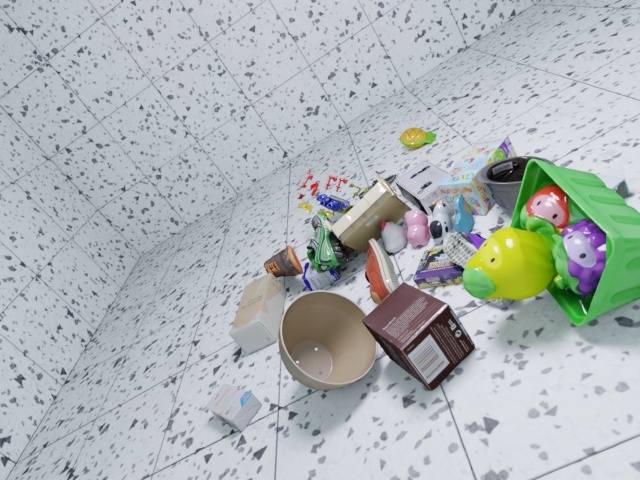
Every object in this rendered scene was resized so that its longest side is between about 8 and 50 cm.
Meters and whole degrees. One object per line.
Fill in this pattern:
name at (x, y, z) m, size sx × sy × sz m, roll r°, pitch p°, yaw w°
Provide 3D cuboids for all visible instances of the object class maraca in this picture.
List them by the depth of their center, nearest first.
maraca at (0.495, -0.522, 2.455) m, size 0.185 × 0.099 × 0.127 m, roll 0°, pitch 46°, yaw 15°

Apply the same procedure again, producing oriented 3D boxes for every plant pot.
plant pot at (0.001, 0.316, 1.407) m, size 0.284 × 0.284 × 0.191 m, roll -58°, pitch -4°, yaw -41°

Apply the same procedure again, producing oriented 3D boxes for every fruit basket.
fruit basket at (0.520, 0.010, 1.132) m, size 0.391 × 0.283 × 0.392 m, roll -1°, pitch 37°, yaw 0°

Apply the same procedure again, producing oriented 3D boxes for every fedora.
fedora at (0.630, -0.175, 1.551) m, size 0.243 × 0.124 × 0.275 m, roll -6°, pitch 24°, yaw 19°

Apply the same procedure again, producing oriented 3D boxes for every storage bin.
storage bin at (0.178, -0.100, 1.821) m, size 0.262 × 0.260 × 0.123 m, roll -43°, pitch 62°, yaw 13°

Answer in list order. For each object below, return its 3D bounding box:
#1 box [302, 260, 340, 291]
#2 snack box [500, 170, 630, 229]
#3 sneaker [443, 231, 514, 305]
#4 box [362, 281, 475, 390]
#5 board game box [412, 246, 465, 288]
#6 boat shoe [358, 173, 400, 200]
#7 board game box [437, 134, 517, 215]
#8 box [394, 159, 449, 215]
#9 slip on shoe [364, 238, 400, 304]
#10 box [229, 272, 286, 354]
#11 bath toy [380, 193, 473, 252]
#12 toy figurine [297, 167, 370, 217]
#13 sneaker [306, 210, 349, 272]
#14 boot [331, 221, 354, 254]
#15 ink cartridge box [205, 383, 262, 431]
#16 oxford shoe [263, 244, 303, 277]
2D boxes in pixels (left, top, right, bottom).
box at (0.006, 0.123, 1.939) m, size 0.137 × 0.072 × 0.126 m, roll -28°, pitch 24°, yaw 18°
snack box at (0.695, -0.077, 1.399) m, size 0.322 × 0.060 × 0.187 m, roll -38°, pitch 23°, yaw -6°
sneaker at (0.485, 0.063, 1.371) m, size 0.146 × 0.102 × 0.293 m, roll -5°, pitch 37°, yaw -21°
box at (0.253, 0.243, 1.265) m, size 0.167 × 0.168 × 0.203 m, roll -41°, pitch 25°, yaw -10°
board game box at (0.393, 0.079, 1.533) m, size 0.170 × 0.048 × 0.141 m, roll -14°, pitch 30°, yaw 40°
boat shoe at (0.276, -0.251, 2.270) m, size 0.219 × 0.070 × 0.078 m, roll -38°, pitch 24°, yaw -5°
board game box at (0.577, -0.232, 1.742) m, size 0.275 × 0.142 × 0.144 m, roll -46°, pitch 24°, yaw -23°
box at (0.436, -0.223, 1.982) m, size 0.169 × 0.087 × 0.290 m, roll -35°, pitch 24°, yaw 2°
slip on shoe at (0.197, 0.100, 1.680) m, size 0.101 × 0.123 × 0.331 m, roll -33°, pitch 28°, yaw 16°
box at (-0.239, 0.282, 1.910) m, size 0.148 × 0.121 × 0.311 m, roll -28°, pitch 25°, yaw 17°
bath toy at (0.360, -0.059, 1.733) m, size 0.348 × 0.129 × 0.151 m, roll -17°, pitch 30°, yaw 38°
toy figurine at (0.099, -0.186, 2.232) m, size 0.217 × 0.362 × 0.191 m, roll 0°, pitch -71°, yaw -71°
sneaker at (0.000, 0.000, 1.908) m, size 0.146 × 0.134 × 0.344 m, roll -28°, pitch 29°, yaw 6°
boot at (0.060, -0.016, 2.075) m, size 0.112 × 0.115 × 0.305 m, roll -38°, pitch 25°, yaw -11°
ink cartridge box at (-0.285, 0.538, 1.572) m, size 0.181 × 0.062 × 0.104 m, roll -3°, pitch 39°, yaw 51°
oxford shoe at (-0.160, 0.109, 2.016) m, size 0.132 × 0.130 × 0.363 m, roll -25°, pitch -4°, yaw -12°
